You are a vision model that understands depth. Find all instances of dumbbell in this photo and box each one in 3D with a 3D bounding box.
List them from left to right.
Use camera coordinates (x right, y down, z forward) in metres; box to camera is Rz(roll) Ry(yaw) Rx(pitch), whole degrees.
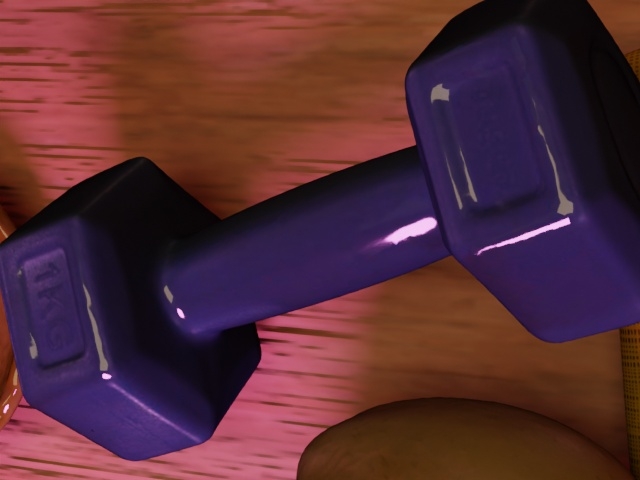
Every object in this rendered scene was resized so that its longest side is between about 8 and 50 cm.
[{"bbox_3d":[0.000,0.000,0.549,0.325,0.160,0.144,-21,109,28],"label":"dumbbell"}]

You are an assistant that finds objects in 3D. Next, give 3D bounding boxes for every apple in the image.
[{"bbox_3d":[0.071,0.168,0.541,0.200,0.200,0.200,0,91,18],"label":"apple"}]

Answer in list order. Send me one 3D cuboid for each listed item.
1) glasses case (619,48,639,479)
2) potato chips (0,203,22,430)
[{"bbox_3d":[0.186,0.018,0.558,0.079,0.064,0.234,-4,89,24],"label":"glasses case"},{"bbox_3d":[-0.257,0.043,0.703,0.208,0.062,0.195,37,96,15],"label":"potato chips"}]
